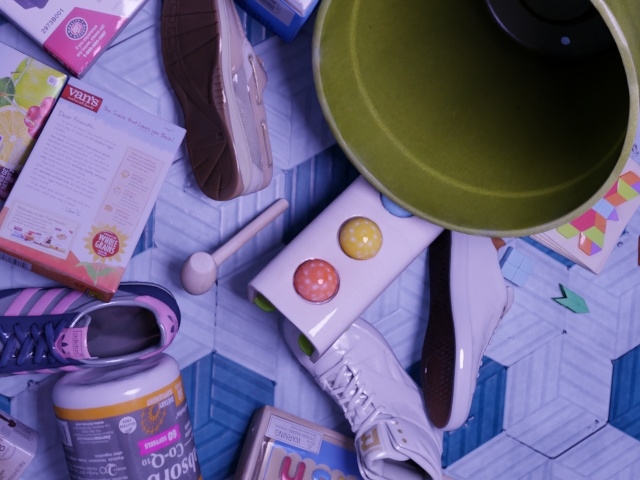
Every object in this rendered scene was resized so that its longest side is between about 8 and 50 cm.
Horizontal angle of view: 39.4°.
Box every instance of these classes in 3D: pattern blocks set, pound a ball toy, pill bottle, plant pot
[{"bbox_3d":[0.401,-0.056,1.315,0.285,0.026,0.324,19,92,-15],"label":"pattern blocks set"},{"bbox_3d":[0.000,0.000,1.139,0.208,0.136,0.319,44,72,8],"label":"pound a ball toy"},{"bbox_3d":[-0.233,0.293,1.132,0.162,0.162,0.278,-13,99,-12],"label":"pill bottle"},{"bbox_3d":[0.233,-0.251,1.066,0.366,0.366,0.353,53,46,-13],"label":"plant pot"}]

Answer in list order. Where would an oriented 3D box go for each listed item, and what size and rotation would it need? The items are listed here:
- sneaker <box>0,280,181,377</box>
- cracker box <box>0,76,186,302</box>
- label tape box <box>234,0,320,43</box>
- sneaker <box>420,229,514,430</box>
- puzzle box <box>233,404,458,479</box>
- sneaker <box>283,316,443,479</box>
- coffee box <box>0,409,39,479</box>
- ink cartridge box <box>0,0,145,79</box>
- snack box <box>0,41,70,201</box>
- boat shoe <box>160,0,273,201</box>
[{"bbox_3d":[-0.331,0.113,1.103,0.319,0.131,0.112,-11,100,-12],"label":"sneaker"},{"bbox_3d":[-0.280,-0.062,1.086,0.156,0.067,0.232,25,68,-12],"label":"cracker box"},{"bbox_3d":[0.033,-0.409,1.066,0.106,0.240,0.333,38,90,-8],"label":"label tape box"},{"bbox_3d":[0.213,0.118,1.222,0.123,0.106,0.290,12,75,-20],"label":"sneaker"},{"bbox_3d":[0.060,0.421,1.209,0.409,0.052,0.272,24,61,-15],"label":"puzzle box"},{"bbox_3d":[0.062,0.215,1.182,0.292,0.169,0.108,43,111,-14],"label":"sneaker"},{"bbox_3d":[-0.492,0.242,1.096,0.246,0.098,0.141,36,87,-15],"label":"coffee box"},{"bbox_3d":[-0.327,-0.337,1.068,0.237,0.100,0.172,41,86,-15],"label":"ink cartridge box"},{"bbox_3d":[-0.436,-0.169,1.078,0.207,0.070,0.174,26,91,-13],"label":"snack box"},{"bbox_3d":[-0.123,-0.205,1.142,0.098,0.109,0.302,-19,101,-50],"label":"boat shoe"}]
